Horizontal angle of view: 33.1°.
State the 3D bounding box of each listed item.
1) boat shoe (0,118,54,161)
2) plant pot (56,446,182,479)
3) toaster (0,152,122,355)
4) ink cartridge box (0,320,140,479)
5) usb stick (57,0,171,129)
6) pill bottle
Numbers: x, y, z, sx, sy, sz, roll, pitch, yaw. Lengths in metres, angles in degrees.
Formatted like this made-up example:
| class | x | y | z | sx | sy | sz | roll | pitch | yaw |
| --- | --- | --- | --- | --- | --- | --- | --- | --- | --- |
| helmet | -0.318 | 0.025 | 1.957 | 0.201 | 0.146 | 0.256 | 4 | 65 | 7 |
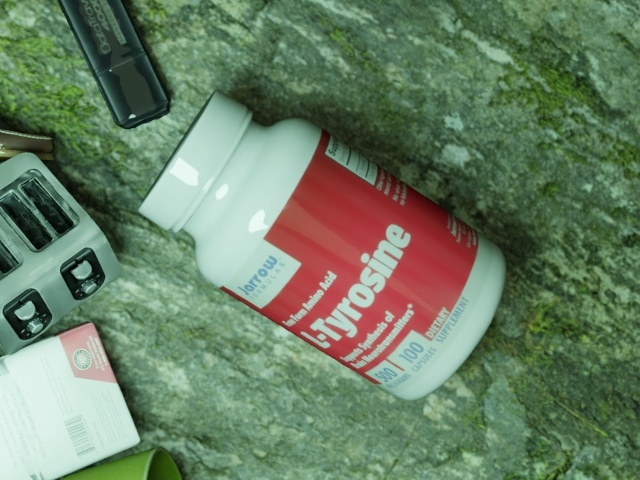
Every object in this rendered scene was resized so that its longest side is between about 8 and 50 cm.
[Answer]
| class | x | y | z | sx | sy | sz | roll | pitch | yaw |
| --- | --- | --- | --- | --- | --- | --- | --- | --- | --- |
| boat shoe | -0.421 | -0.132 | 1.281 | 0.207 | 0.073 | 0.073 | 4 | 89 | -14 |
| plant pot | -0.305 | 0.393 | 1.213 | 0.294 | 0.275 | 0.274 | -10 | 90 | 2 |
| toaster | -0.347 | 0.007 | 1.237 | 0.168 | 0.110 | 0.185 | -37 | 71 | -18 |
| ink cartridge box | -0.346 | 0.207 | 1.278 | 0.218 | 0.092 | 0.158 | -21 | 93 | -15 |
| usb stick | -0.273 | -0.272 | 1.337 | 0.077 | 0.045 | 0.278 | -26 | 94 | -6 |
| pill bottle | 0.000 | 0.000 | 1.300 | 0.408 | 0.229 | 0.229 | 32 | 81 | -10 |
